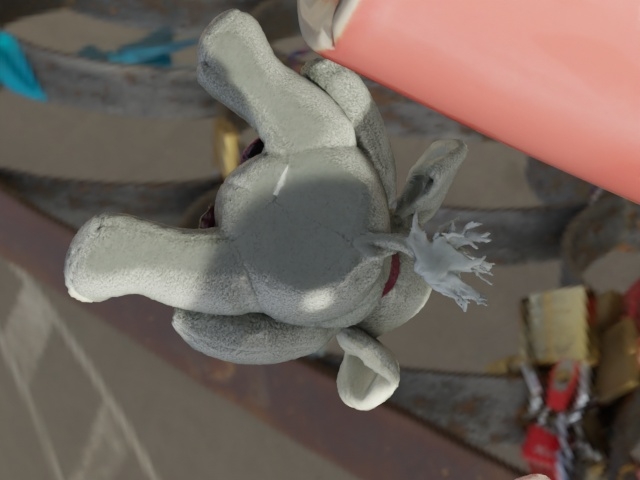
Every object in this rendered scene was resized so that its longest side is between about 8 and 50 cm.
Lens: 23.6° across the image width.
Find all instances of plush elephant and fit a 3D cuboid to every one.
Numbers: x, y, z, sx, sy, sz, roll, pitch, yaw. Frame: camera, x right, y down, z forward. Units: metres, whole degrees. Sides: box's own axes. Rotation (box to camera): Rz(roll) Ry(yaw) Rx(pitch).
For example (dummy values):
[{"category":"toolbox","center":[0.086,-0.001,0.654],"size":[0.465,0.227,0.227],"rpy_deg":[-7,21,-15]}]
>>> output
[{"category":"plush elephant","center":[0.000,0.000,1.310],"size":[0.330,0.255,0.272],"rpy_deg":[22,79,13]}]

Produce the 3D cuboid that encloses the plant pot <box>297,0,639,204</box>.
[{"category":"plant pot","center":[0.132,-0.143,0.624],"size":[0.275,0.243,0.275],"rpy_deg":[-168,90,-78]}]

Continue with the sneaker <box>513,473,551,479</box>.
[{"category":"sneaker","center":[0.099,0.155,0.559],"size":[0.068,0.170,0.071],"rpy_deg":[-41,45,-1]}]
